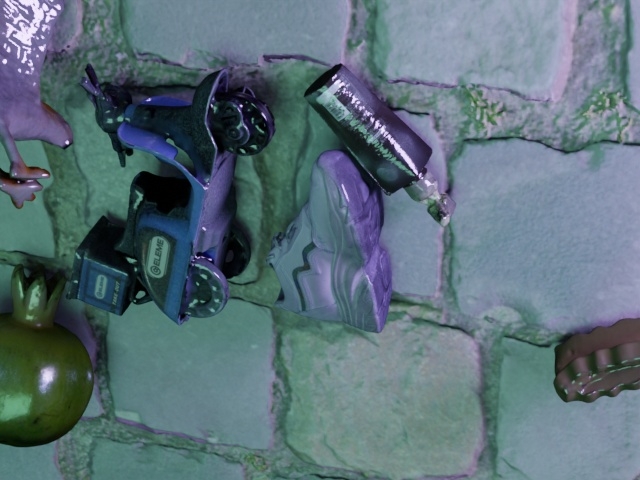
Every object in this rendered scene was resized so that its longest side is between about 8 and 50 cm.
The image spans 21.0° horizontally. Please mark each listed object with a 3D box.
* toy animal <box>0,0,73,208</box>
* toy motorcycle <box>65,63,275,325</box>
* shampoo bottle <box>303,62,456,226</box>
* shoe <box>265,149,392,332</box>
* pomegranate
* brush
[{"bbox_3d":[-0.377,-0.179,1.781,0.225,0.284,0.302,-32,81,30],"label":"toy animal"},{"bbox_3d":[-0.175,-0.055,1.938,0.213,0.125,0.358,20,128,7],"label":"toy motorcycle"},{"bbox_3d":[0.070,-0.099,1.865,0.207,0.063,0.057,45,126,-15],"label":"shampoo bottle"},{"bbox_3d":[0.000,0.000,1.939,0.138,0.095,0.245,1,130,15],"label":"shoe"},{"bbox_3d":[-0.364,0.142,2.118,0.187,0.187,0.225,16,100,7],"label":"pomegranate"},{"bbox_3d":[0.400,0.113,1.902,0.301,0.084,0.071,-18,115,21],"label":"brush"}]
